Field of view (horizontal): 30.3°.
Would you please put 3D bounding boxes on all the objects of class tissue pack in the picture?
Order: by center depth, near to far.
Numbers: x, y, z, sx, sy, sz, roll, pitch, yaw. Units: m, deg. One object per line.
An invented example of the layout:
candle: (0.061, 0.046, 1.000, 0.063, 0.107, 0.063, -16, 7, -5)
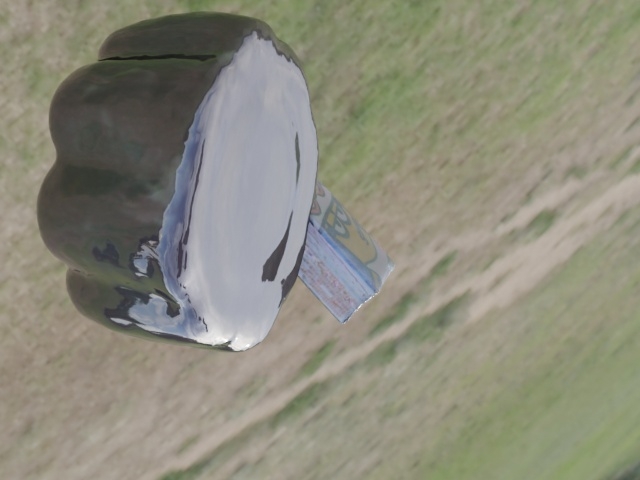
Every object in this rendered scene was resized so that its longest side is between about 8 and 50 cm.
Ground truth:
tissue pack: (0.000, 0.000, 1.221, 0.065, 0.155, 0.115, -43, -178, 17)

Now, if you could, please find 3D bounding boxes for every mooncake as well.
mooncake: (-0.114, -0.045, 1.013, 0.306, 0.154, 0.306, 7, 90, -71)
